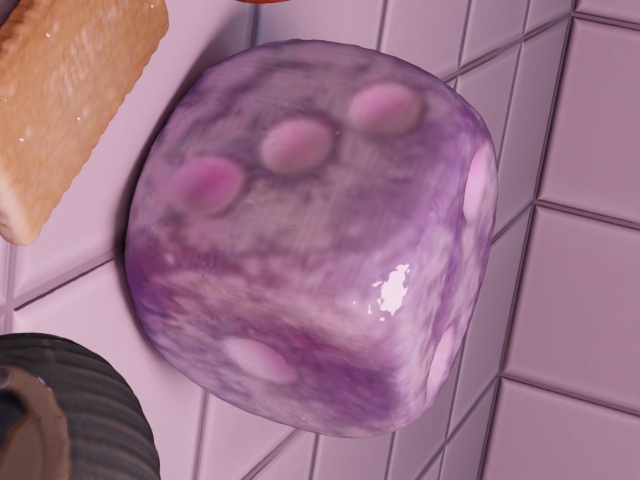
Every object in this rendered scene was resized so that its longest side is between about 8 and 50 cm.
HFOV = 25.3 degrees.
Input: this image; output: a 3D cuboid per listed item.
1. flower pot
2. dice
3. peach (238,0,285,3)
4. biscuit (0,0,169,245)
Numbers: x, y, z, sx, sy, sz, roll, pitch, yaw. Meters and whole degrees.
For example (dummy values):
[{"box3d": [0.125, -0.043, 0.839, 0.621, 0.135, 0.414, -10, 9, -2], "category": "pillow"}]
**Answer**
[{"box3d": [-0.200, 0.175, 0.950, 0.157, 0.189, 0.243, 86, -1, -59], "category": "flower pot"}, {"box3d": [0.000, 0.000, 1.294, 0.270, 0.270, 0.271, 77, 32, -54], "category": "dice"}, {"box3d": [-0.054, -0.276, 1.048, 0.232, 0.233, 0.232, 15, 90, -72], "category": "peach"}, {"box3d": [-0.184, -0.131, 1.031, 0.160, 0.030, 0.249, 78, 32, -53], "category": "biscuit"}]
